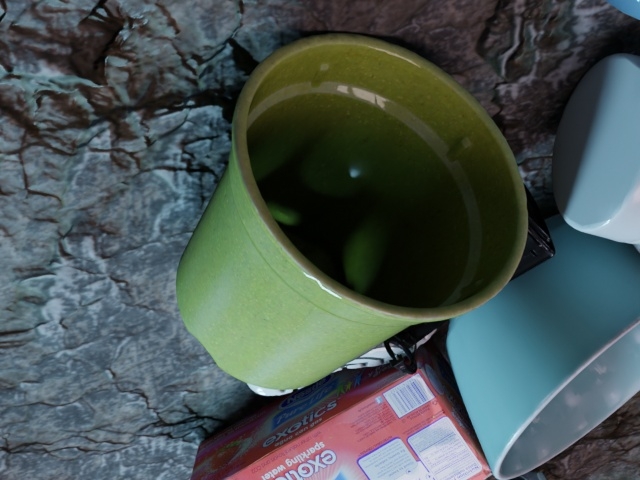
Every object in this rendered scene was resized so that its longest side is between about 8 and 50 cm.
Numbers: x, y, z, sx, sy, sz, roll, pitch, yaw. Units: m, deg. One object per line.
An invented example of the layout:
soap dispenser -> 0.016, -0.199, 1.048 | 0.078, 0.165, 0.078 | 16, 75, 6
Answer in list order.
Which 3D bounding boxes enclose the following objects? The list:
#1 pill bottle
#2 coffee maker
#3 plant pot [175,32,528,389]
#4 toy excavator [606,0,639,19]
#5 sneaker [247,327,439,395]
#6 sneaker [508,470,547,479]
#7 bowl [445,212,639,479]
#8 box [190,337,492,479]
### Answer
pill bottle -> 0.419, -0.055, 1.734 | 0.361, 0.204, 0.204 | 12, 134, -24
coffee maker -> 0.132, 0.020, 1.738 | 0.178, 0.171, 0.120 | -34, 151, 18
plant pot -> 0.000, 0.000, 1.592 | 0.276, 0.276, 0.254 | 0, 152, -30
toy excavator -> 0.411, -0.245, 1.493 | 0.432, 0.222, 0.445 | -18, 148, -4
sneaker -> 0.024, 0.086, 1.855 | 0.234, 0.078, 0.106 | -20, 149, 0
sneaker -> 0.177, 0.331, 2.042 | 0.083, 0.084, 0.215 | 18, 129, -40
bowl -> 0.250, 0.088, 1.867 | 0.311, 0.163, 0.311 | -35, 159, -15
box -> 0.021, 0.238, 1.954 | 0.300, 0.142, 0.154 | -32, 105, 13
